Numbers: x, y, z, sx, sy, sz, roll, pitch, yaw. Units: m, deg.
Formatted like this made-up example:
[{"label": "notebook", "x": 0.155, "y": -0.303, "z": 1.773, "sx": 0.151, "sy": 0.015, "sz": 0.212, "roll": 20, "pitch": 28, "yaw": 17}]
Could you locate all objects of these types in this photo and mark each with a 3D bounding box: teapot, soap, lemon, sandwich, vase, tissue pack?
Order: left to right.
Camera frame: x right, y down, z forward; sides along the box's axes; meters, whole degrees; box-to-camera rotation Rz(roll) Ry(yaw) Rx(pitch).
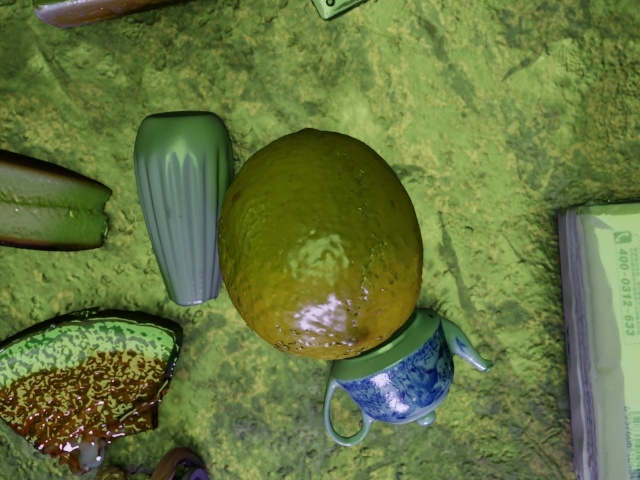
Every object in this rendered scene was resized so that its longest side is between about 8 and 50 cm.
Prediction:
[{"label": "sandwich", "x": -0.398, "y": -0.050, "z": 1.503, "sx": 0.235, "sy": 0.128, "sz": 0.122, "roll": 13, "pitch": 95, "yaw": -43}, {"label": "sandwich", "x": -0.301, "y": 0.182, "z": 1.522, "sx": 0.292, "sy": 0.109, "sz": 0.212, "roll": -29, "pitch": 99, "yaw": 4}, {"label": "soap", "x": -0.225, "y": -0.335, "z": 1.463, "sx": 0.257, "sy": 0.160, "sz": 0.080, "roll": -12, "pitch": 95, "yaw": 2}, {"label": "vase", "x": -0.171, "y": -0.040, "z": 1.501, "sx": 0.128, "sy": 0.128, "sz": 0.248, "roll": -3, "pitch": 102, "yaw": 1}, {"label": "lemon", "x": 0.000, "y": 0.000, "z": 1.430, "sx": 0.257, "sy": 0.258, "sz": 0.310, "roll": -13, "pitch": 64, "yaw": 1}, {"label": "teapot", "x": 0.103, "y": 0.178, "z": 1.497, "sx": 0.232, "sy": 0.159, "sz": 0.159, "roll": -30, "pitch": 92, "yaw": -3}, {"label": "tissue pack", "x": 0.462, "y": 0.125, "z": 1.457, "sx": 0.297, "sy": 0.207, "sz": 0.381, "roll": -3, "pitch": 92, "yaw": 3}]

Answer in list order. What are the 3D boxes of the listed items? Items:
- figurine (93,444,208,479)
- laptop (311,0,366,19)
[{"label": "figurine", "x": -0.226, "y": 0.337, "z": 1.523, "sx": 0.157, "sy": 0.126, "sz": 0.114, "roll": -10, "pitch": 50, "yaw": 0}, {"label": "laptop", "x": 0.078, "y": -0.430, "z": 1.527, "sx": 0.269, "sy": 0.015, "sz": 0.188, "roll": -28, "pitch": 93, "yaw": 2}]
